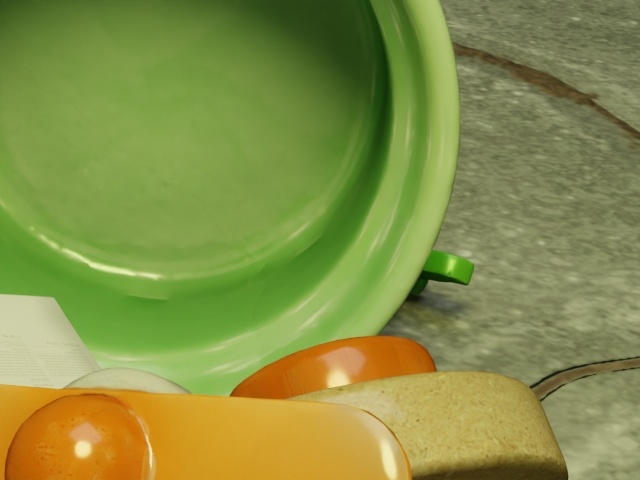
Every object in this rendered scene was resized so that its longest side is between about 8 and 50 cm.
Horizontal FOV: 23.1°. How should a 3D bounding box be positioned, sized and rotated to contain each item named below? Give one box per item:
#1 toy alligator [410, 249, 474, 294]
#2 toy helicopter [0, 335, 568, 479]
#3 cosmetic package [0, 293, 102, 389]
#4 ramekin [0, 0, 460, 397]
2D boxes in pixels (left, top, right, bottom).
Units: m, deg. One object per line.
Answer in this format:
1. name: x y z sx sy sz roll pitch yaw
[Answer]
1. toy alligator: 0.000 0.000 0.914 0.190 0.056 0.051 15 -16 16
2. toy helicopter: -0.093 0.111 0.488 0.355 0.235 0.140 -14 67 -6
3. cosmetic package: -0.177 0.070 0.587 0.239 0.060 0.099 7 35 -53
4. ramekin: -0.086 -0.071 0.758 0.303 0.303 0.148 8 18 0
